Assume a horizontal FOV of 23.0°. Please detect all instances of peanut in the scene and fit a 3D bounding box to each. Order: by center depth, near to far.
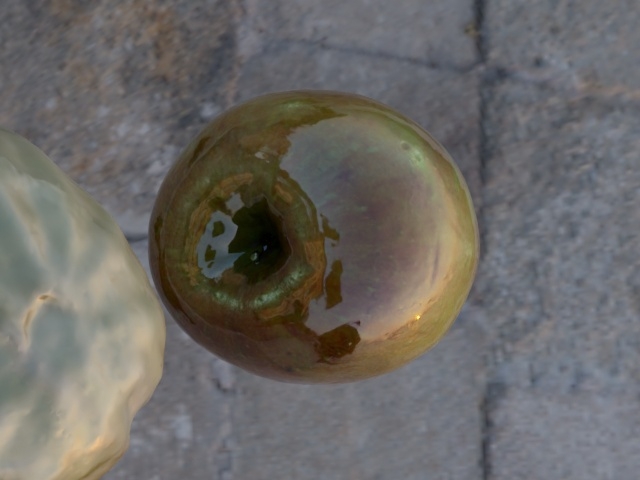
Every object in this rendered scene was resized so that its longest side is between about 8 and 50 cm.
[{"bbox_3d":[-0.163,-0.007,0.511,0.257,0.123,0.123,30,60,22],"label":"peanut"}]

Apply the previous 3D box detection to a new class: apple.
[{"bbox_3d":[0.000,0.000,1.146,0.207,0.237,0.237,-10,86,-63],"label":"apple"}]
